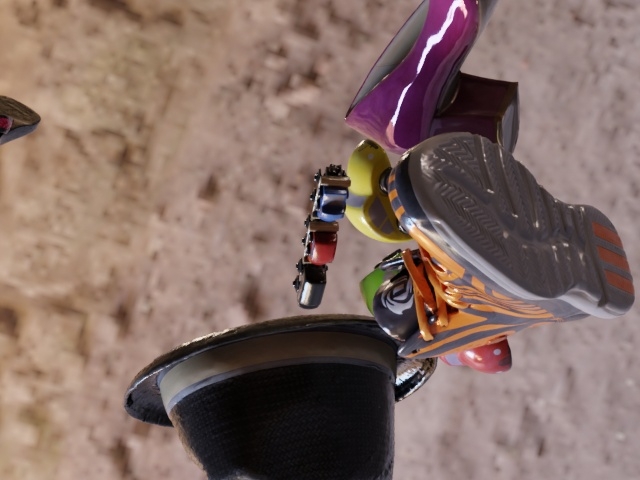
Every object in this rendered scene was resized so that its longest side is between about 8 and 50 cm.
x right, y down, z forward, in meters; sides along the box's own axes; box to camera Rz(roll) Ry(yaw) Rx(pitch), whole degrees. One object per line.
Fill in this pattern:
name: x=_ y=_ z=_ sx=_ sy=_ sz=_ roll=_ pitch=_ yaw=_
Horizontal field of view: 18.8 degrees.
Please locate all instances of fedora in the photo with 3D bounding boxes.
fedora: x=-0.027 y=0.191 z=1.915 sx=0.334 sy=0.334 sz=0.152 roll=-39 pitch=56 yaw=49

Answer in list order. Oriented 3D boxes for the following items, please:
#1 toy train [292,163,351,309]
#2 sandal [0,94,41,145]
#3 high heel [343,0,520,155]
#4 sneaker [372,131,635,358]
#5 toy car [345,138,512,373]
toy train: x=0.000 y=0.000 z=1.502 sx=0.158 sy=0.027 sz=0.036 roll=102 pitch=168 yaw=-48
sandal: x=-0.289 y=-0.104 z=1.645 sx=0.040 sy=0.067 sz=0.179 roll=-61 pitch=-7 yaw=24
high heel: x=0.086 y=-0.227 z=1.818 sx=0.127 sy=0.181 sz=0.377 roll=-58 pitch=-29 yaw=-46
sneaker: x=0.101 y=0.025 z=1.481 sx=0.180 sy=0.321 sz=0.124 roll=-22 pitch=63 yaw=26
toy car: x=0.074 y=0.038 z=1.758 sx=0.239 sy=0.053 sz=0.225 roll=58 pitch=167 yaw=7
